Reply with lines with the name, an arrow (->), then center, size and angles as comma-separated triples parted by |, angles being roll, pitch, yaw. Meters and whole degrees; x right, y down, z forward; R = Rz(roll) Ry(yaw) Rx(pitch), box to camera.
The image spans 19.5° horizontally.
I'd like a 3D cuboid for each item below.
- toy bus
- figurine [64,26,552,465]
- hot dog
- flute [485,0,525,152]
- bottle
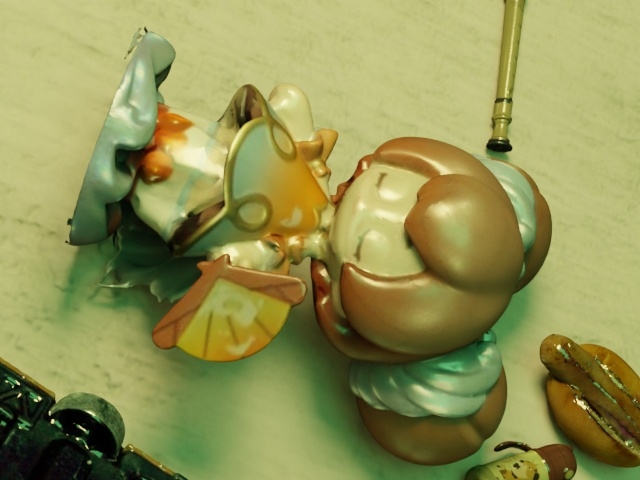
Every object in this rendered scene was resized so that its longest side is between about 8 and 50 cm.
toy bus -> -0.273, 0.182, 1.379 | 0.323, 0.194, 0.162 | 35, 42, -7
figurine -> 0.000, 0.001, 1.527 | 0.388, 0.248, 0.277 | 19, 73, -3
hot dog -> 0.247, 0.137, 1.647 | 0.090, 0.060, 0.140 | -35, 84, -28
flute -> 0.178, -0.193, 1.734 | 0.027, 0.027, 0.233 | 13, 71, -15
bottle -> 0.176, 0.202, 1.612 | 0.101, 0.047, 0.063 | -17, 90, -23
